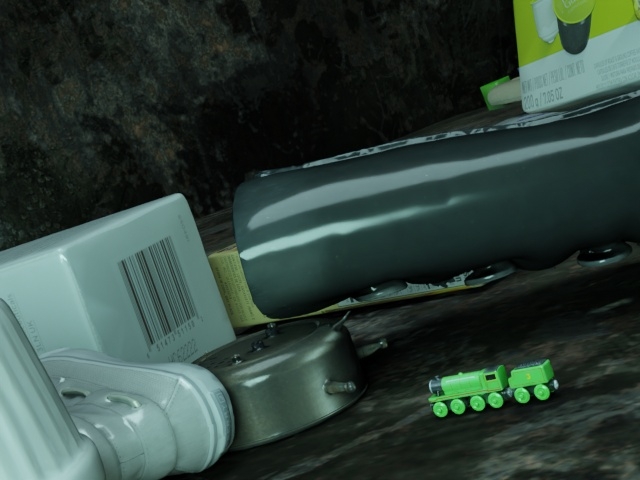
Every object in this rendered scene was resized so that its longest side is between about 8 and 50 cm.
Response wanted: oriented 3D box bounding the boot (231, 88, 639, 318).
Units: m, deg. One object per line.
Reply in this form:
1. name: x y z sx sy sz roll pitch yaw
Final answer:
1. boot: 0.153 -0.041 0.853 0.445 0.146 0.367 -7 -4 8

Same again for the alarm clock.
1. alarm clock: -0.054 0.103 0.903 0.192 0.064 0.129 -20 6 17

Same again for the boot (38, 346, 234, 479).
1. boot: -0.183 0.129 0.867 0.123 0.095 0.258 -16 3 -44

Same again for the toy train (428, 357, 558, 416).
1. toy train: 0.099 0.085 0.750 0.083 0.023 0.017 -14 8 32

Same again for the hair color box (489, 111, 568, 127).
1. hair color box: 0.317 -0.117 1.457 0.185 0.110 0.339 -11 8 42

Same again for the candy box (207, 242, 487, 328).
1. candy box: 0.066 0.002 1.258 0.316 0.087 0.183 -14 8 41

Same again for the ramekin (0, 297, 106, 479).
1. ramekin: -0.255 0.115 0.653 0.273 0.127 0.273 -19 7 2

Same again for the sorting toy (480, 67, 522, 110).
1. sorting toy: 0.313 -0.196 1.469 0.196 0.047 0.348 -26 8 -20

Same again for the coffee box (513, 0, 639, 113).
1. coffee box: 0.376 -0.299 1.086 0.338 0.334 0.337 -5 -1 -18

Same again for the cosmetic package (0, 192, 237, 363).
1. cosmetic package: -0.332 0.112 1.157 0.453 0.161 0.230 -16 7 23
